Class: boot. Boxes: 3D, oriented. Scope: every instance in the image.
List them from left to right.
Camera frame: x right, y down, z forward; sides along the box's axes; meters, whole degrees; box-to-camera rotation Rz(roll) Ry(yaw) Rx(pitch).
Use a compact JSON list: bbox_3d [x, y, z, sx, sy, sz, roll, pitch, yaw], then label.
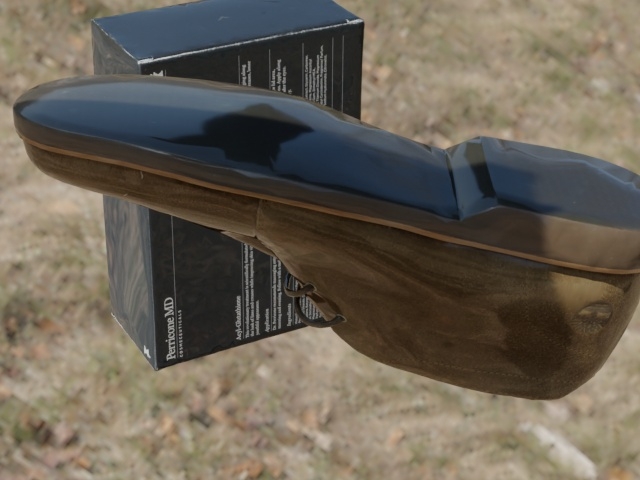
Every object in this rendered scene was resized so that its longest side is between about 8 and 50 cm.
[{"bbox_3d":[0.000,0.000,0.711,0.305,0.115,0.112,14,28,0],"label":"boot"}]

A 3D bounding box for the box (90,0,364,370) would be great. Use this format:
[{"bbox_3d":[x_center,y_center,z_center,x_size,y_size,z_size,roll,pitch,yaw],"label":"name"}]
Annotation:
[{"bbox_3d":[-0.071,-0.051,1.183,0.184,0.261,0.103,-16,33,-27],"label":"box"}]
